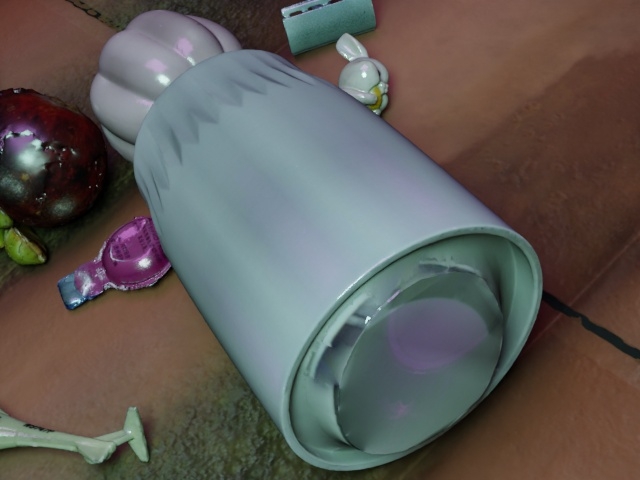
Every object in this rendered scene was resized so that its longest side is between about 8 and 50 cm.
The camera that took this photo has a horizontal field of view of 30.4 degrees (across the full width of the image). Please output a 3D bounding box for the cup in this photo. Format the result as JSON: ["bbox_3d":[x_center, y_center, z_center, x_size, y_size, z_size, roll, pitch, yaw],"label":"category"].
[{"bbox_3d":[0.000,0.000,1.050,0.253,0.253,0.371,-31,49,-12],"label":"cup"}]

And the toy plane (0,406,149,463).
[{"bbox_3d":[-0.303,0.176,1.096,0.286,0.092,0.108,6,28,20],"label":"toy plane"}]

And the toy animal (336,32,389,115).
[{"bbox_3d":[0.040,-0.160,1.290,0.085,0.071,0.124,14,63,46],"label":"toy animal"}]

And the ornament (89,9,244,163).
[{"bbox_3d":[-0.164,-0.162,1.274,0.177,0.177,0.177,-7,50,8],"label":"ornament"}]

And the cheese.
[{"bbox_3d":[-0.205,0.023,1.221,0.145,0.038,0.095,-29,49,-2],"label":"cheese"}]

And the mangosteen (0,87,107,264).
[{"bbox_3d":[-0.316,-0.072,1.258,0.166,0.166,0.180,31,88,32],"label":"mangosteen"}]

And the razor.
[{"bbox_3d":[-0.013,-0.321,1.450,0.106,0.068,0.232,-17,43,-2],"label":"razor"}]
